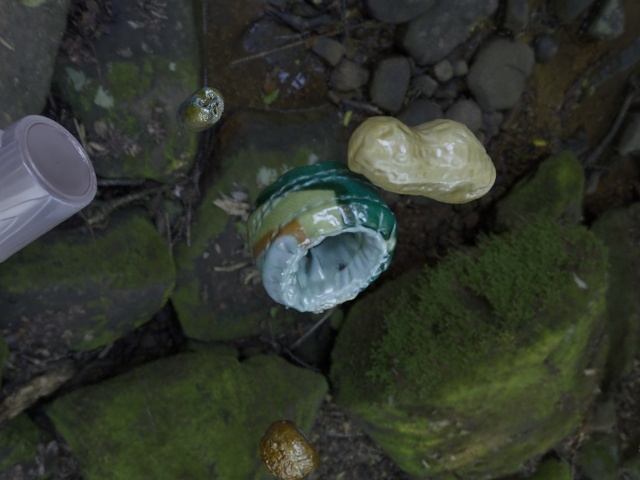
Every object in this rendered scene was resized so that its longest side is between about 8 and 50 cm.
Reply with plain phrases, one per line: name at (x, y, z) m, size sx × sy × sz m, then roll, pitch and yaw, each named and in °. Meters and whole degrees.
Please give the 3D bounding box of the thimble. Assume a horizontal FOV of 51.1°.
thimble at (0.000, 0.000, 1.237) m, size 0.254 × 0.167 × 0.288 m, roll -5°, pitch 139°, yaw -24°

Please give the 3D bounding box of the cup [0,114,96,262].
cup at (-0.628, -0.122, 1.309) m, size 0.273 × 0.208 × 0.288 m, roll -26°, pitch 112°, yaw 18°

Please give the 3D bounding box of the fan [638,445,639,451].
fan at (0.394, 0.391, 0.727) m, size 0.009 × 0.328 × 0.191 m, roll -12°, pitch 165°, yaw 4°

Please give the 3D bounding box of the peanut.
peanut at (0.184, -0.148, 1.168) m, size 0.319 × 0.147 × 0.147 m, roll 9°, pitch 117°, yaw -34°

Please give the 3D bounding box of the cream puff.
cream puff at (-0.069, 0.436, 1.379) m, size 0.103 × 0.126 × 0.144 m, roll -41°, pitch 177°, yaw -5°

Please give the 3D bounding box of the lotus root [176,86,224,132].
lotus root at (-0.298, -0.313, 1.633) m, size 0.088 × 0.192 × 0.113 m, roll 45°, pitch 67°, yaw -20°
